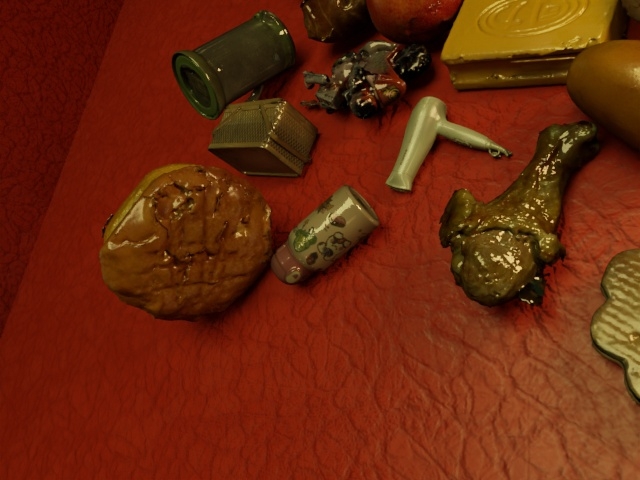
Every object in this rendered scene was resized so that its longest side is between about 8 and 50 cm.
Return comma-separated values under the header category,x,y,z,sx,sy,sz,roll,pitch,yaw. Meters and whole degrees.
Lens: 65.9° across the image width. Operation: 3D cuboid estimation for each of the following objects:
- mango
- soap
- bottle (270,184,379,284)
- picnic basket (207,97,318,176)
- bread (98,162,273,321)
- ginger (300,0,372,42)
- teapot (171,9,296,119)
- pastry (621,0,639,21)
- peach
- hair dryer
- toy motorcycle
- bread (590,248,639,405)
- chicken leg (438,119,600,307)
category,x,y,z,sx,sy,sz,roll,pitch,yaw
mango,0.489,-0.227,0.760,0.139,0.176,0.254,-49,53,6
soap,0.421,-0.413,0.979,0.325,0.096,0.204,13,75,42
bottle,0.000,0.000,1.078,0.253,0.120,0.120,-42,48,15
picnic basket,-0.155,-0.266,1.314,0.267,0.165,0.139,8,73,42
bread,-0.302,0.002,1.157,0.398,0.398,0.215,-53,40,3
ginger,0.131,-0.691,1.309,0.418,0.254,0.176,-43,83,28
teapot,-0.232,-0.501,1.450,0.200,0.270,0.337,37,63,25
pastry,0.567,-0.420,0.793,0.153,0.081,0.153,-20,56,32
peach,0.218,-0.570,1.135,0.231,0.231,0.230,-19,56,30
hair dryer,0.268,-0.179,1.012,0.237,0.075,0.206,20,87,35
toy motorcycle,0.071,-0.385,1.224,0.401,0.134,0.207,15,71,41
bread,0.487,0.139,0.652,0.207,0.056,0.286,-49,46,3
chicken leg,0.322,-0.052,0.845,0.212,0.140,0.360,19,68,22
